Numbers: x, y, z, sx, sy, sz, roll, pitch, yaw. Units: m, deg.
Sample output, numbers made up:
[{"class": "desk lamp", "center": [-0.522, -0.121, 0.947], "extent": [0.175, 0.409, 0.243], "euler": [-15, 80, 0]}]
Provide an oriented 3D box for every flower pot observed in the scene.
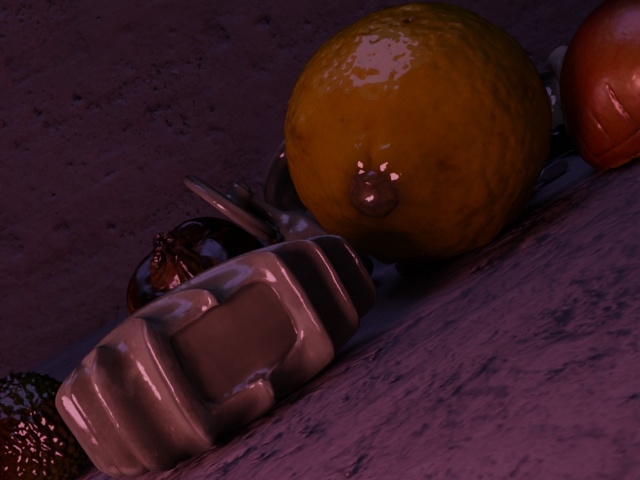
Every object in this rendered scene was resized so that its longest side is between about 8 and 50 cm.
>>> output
[{"class": "flower pot", "center": [-0.108, 0.115, 1.342], "extent": [0.367, 0.165, 0.254], "euler": [-32, 1, -25]}]

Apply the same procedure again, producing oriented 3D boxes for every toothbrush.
[{"class": "toothbrush", "center": [0.235, -0.036, 1.728], "extent": [0.354, 0.024, 0.029], "euler": [-31, -1, -30]}]

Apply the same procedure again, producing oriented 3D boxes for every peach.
[{"class": "peach", "center": [0.441, -0.221, 1.623], "extent": [0.248, 0.245, 0.274], "euler": [3, -28, -39]}]

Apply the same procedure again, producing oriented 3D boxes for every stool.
[{"class": "stool", "center": [0.035, -0.090, 2.003], "extent": [0.195, 0.198, 0.195], "euler": [-32, -34, -39]}]

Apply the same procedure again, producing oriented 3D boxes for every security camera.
[{"class": "security camera", "center": [-0.058, -0.024, 1.728], "extent": [0.080, 0.301, 0.157], "euler": [-57, 12, 2]}]

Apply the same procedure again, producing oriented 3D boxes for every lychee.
[{"class": "lychee", "center": [-0.356, 0.243, 1.497], "extent": [0.171, 0.171, 0.171], "euler": [-28, 5, 3]}]

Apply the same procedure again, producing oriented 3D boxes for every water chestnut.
[{"class": "water chestnut", "center": [-0.168, 0.072, 1.700], "extent": [0.223, 0.224, 0.238], "euler": [-28, -37, 5]}]

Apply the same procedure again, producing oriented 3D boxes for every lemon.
[{"class": "lemon", "center": [0.125, -0.135, 1.566], "extent": [0.349, 0.350, 0.387], "euler": [-26, 16, 25]}]

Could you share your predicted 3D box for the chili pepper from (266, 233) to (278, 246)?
[{"class": "chili pepper", "center": [0.000, 0.000, 2.121], "extent": [0.387, 0.110, 0.110], "euler": [-36, 9, -39]}]

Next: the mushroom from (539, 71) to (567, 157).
[{"class": "mushroom", "center": [0.381, -0.222, 2.166], "extent": [0.247, 0.130, 0.344], "euler": [-24, 5, 0]}]

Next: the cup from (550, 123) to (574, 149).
[{"class": "cup", "center": [0.311, -0.142, 1.932], "extent": [0.177, 0.239, 0.166], "euler": [-28, -41, -73]}]

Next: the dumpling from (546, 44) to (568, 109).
[{"class": "dumpling", "center": [0.439, -0.245, 1.897], "extent": [0.132, 0.162, 0.250], "euler": [-59, 8, 8]}]
